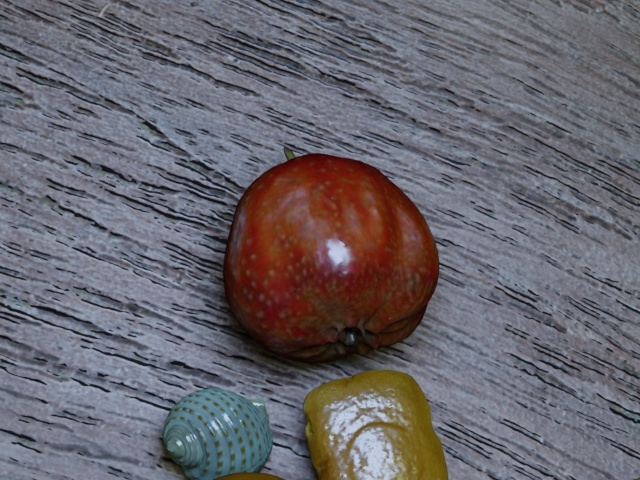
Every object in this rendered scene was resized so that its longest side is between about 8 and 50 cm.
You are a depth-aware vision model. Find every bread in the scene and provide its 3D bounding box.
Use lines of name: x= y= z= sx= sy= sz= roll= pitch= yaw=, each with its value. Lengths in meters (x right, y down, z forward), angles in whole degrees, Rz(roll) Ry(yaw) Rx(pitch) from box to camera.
bread: x=0.073 y=0.295 z=1.706 sx=0.174 sy=0.121 sz=0.245 roll=-7 pitch=73 yaw=-17

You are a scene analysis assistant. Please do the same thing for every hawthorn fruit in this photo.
hawthorn fruit: x=0.000 y=0.000 z=1.742 sx=0.287 sy=0.287 sz=0.330 roll=-8 pitch=56 yaw=-16

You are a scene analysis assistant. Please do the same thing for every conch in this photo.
conch: x=-0.126 y=0.256 z=1.688 sx=0.153 sy=0.102 sz=0.135 roll=-13 pitch=87 yaw=-18

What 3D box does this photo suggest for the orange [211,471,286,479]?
orange: x=-0.088 y=0.406 z=1.596 sx=0.240 sy=0.171 sz=0.240 roll=-1 pitch=69 yaw=2

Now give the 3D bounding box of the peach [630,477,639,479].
peach: x=0.453 y=0.436 z=1.646 sx=0.333 sy=0.308 sz=0.307 roll=5 pitch=64 yaw=22
